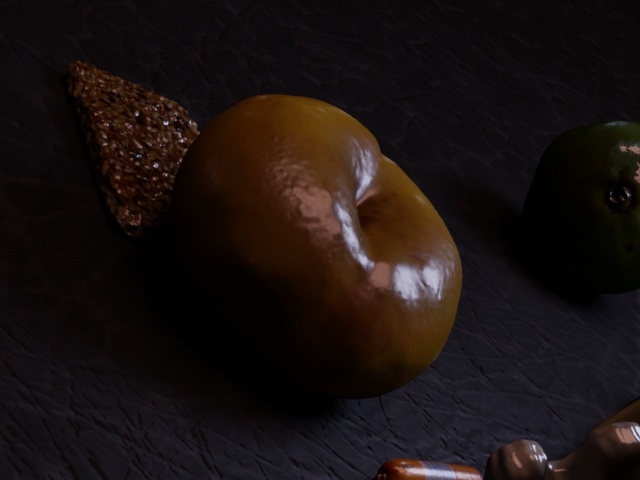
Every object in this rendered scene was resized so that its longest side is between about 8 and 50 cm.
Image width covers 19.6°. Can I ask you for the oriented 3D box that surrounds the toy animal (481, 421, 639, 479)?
[{"bbox_3d":[0.248,0.218,1.286,0.308,0.266,0.188,21,45,-57],"label":"toy animal"}]

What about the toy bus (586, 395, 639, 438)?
[{"bbox_3d":[0.381,0.160,1.613,0.365,0.202,0.177,-15,75,-61],"label":"toy bus"}]

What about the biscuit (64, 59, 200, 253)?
[{"bbox_3d":[-0.135,-0.064,1.513,0.131,0.025,0.231,21,28,-34],"label":"biscuit"}]

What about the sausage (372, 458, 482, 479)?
[{"bbox_3d":[0.077,0.177,1.363,0.107,0.031,0.031,14,32,-44],"label":"sausage"}]

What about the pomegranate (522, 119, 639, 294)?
[{"bbox_3d":[0.301,-0.032,1.937,0.187,0.187,0.225,39,-5,2],"label":"pomegranate"}]

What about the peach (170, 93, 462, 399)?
[{"bbox_3d":[0.000,0.000,1.408,0.251,0.153,0.251,29,43,-32],"label":"peach"}]
